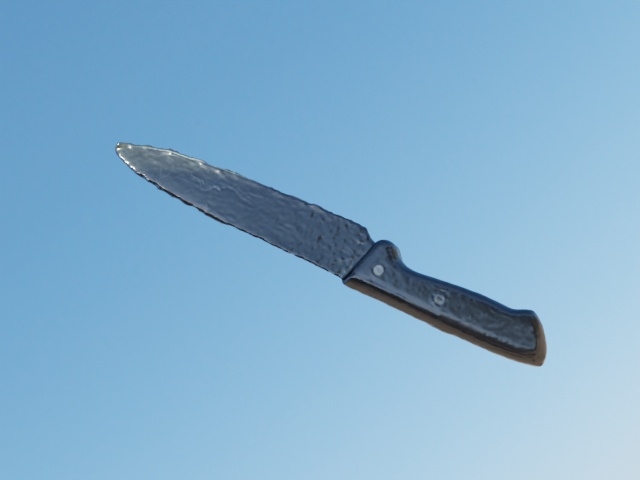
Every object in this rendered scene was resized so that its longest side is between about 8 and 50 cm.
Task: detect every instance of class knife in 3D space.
[{"bbox_3d":[0.000,0.000,0.406,0.023,0.170,0.010,-57,-19,-23],"label":"knife"}]
